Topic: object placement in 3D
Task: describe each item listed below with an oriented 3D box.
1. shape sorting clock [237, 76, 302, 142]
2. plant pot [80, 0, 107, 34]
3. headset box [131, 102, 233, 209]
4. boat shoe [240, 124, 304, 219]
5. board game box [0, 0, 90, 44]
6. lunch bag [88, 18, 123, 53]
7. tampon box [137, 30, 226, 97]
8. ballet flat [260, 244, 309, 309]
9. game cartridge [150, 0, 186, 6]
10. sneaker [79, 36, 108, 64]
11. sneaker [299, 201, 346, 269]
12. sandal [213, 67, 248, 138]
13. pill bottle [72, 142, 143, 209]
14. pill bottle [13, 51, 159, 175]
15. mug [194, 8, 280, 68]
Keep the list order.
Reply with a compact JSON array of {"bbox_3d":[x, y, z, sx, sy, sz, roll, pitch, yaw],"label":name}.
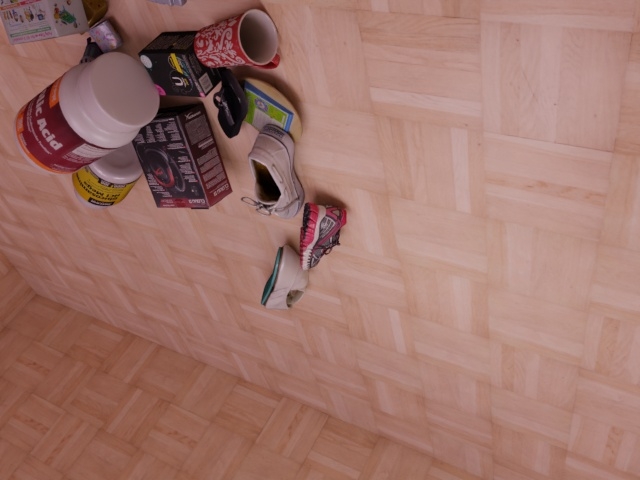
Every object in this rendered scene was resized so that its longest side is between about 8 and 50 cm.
[{"bbox_3d":[-0.129,-0.315,1.588,0.206,0.040,0.206,26,156,13],"label":"shape sorting clock"},{"bbox_3d":[-0.577,-0.575,1.615,0.083,0.081,0.081,-14,125,44],"label":"plant pot"},{"bbox_3d":[-0.385,-0.215,1.805,0.218,0.110,0.293,1,118,36],"label":"headset box"},{"bbox_3d":[-0.132,-0.128,1.708,0.135,0.156,0.367,26,155,12],"label":"boat shoe"},{"bbox_3d":[-0.685,-0.629,1.534,0.224,0.097,0.303,7,118,37],"label":"board game box"},{"bbox_3d":[-0.545,-0.525,1.676,0.083,0.053,0.071,6,137,52],"label":"lunch bag"},{"bbox_3d":[-0.329,-0.423,1.568,0.161,0.101,0.120,10,141,33],"label":"tampon box"},{"bbox_3d":[-0.102,0.126,2.093,0.139,0.139,0.400,32,152,4],"label":"ballet flat"},{"bbox_3d":[-0.436,-0.636,1.432,0.297,0.062,0.198,21,142,20],"label":"game cartridge"},{"bbox_3d":[-0.563,-0.455,1.783,0.083,0.098,0.224,-5,158,16],"label":"sneaker"},{"bbox_3d":[0.000,0.000,1.831,0.112,0.121,0.299,2,155,-7],"label":"sneaker"},{"bbox_3d":[-0.227,-0.319,1.599,0.097,0.054,0.254,56,160,13],"label":"sandal"},{"bbox_3d":[-0.678,-0.217,2.074,0.188,0.188,0.334,41,147,-12],"label":"pill bottle"},{"bbox_3d":[-0.602,-0.321,1.682,0.392,0.224,0.224,-16,123,41],"label":"pill bottle"},{"bbox_3d":[-0.183,-0.419,1.439,0.169,0.113,0.150,6,137,42],"label":"mug"}]
